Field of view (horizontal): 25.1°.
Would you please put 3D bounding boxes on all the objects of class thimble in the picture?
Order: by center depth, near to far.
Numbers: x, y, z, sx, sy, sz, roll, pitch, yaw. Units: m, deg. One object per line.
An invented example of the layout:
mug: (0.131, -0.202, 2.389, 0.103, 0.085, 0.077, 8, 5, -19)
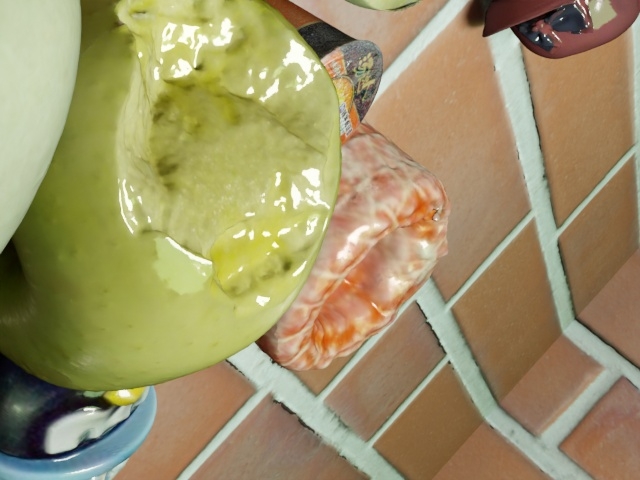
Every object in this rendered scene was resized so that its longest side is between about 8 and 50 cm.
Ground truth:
thimble: (0.000, 0.000, 1.328, 0.239, 0.162, 0.239, -39, 156, -21)

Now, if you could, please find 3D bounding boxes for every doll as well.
doll: (-0.201, 0.107, 1.153, 0.177, 0.141, 0.314, -32, 150, -46)

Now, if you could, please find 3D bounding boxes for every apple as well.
apple: (-0.121, -0.040, 0.905, 0.279, 0.279, 0.279, -40, 157, -21)

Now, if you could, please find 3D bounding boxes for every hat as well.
hat: (0.259, -0.234, 1.439, 0.205, 0.089, 0.205, -25, -170, 5)

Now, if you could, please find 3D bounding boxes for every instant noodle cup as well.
instant noodle cup: (-0.043, -0.131, 1.063, 0.127, 0.136, 0.127, -40, 156, -22)

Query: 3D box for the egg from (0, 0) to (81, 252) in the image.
egg: (-0.256, -0.051, 0.624, 0.352, 0.258, 0.258, -49, 159, -15)

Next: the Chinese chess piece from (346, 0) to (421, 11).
Chinese chess piece: (0.063, -0.272, 1.118, 0.188, 0.083, 0.188, -39, 153, -24)
